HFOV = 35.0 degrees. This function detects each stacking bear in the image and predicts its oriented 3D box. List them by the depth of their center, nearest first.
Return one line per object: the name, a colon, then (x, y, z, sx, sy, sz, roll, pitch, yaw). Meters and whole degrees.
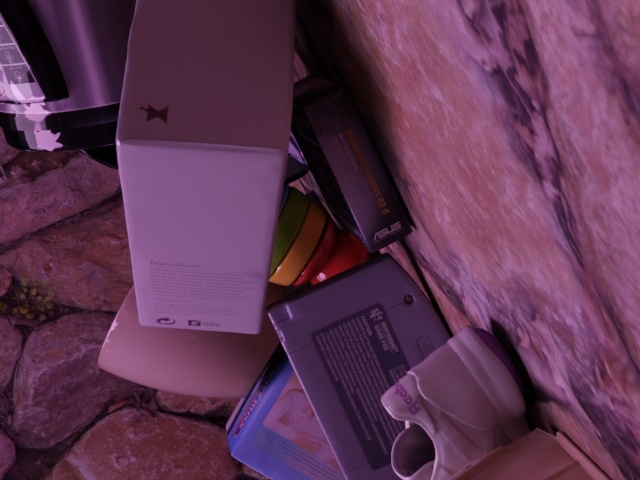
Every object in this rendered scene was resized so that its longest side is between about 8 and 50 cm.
stacking bear: (-0.043, -0.004, 1.562, 0.289, 0.164, 0.175, 28, -164, -9)

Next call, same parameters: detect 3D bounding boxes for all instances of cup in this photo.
cup: (-0.181, 0.132, 1.703, 0.237, 0.331, 0.331, 31, 175, 1)

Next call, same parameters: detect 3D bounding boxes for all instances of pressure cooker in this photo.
pressure cooker: (-0.322, -0.303, 1.495, 0.370, 0.375, 0.421, -91, -7, -67)

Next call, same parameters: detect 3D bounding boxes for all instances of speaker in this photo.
speaker: (-0.072, -0.158, 1.653, 0.136, 0.055, 0.055, 62, 176, 6)

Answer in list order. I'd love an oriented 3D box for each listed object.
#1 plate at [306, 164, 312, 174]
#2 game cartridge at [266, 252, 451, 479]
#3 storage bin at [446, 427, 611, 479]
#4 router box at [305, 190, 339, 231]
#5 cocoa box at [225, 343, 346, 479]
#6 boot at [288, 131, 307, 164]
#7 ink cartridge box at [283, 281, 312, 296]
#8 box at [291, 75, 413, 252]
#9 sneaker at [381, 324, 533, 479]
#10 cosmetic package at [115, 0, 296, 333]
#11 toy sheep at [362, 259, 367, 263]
plate: (-0.032, -0.175, 1.598, 0.188, 0.024, 0.188, 60, 175, 8)
game cartridge: (0.080, 0.175, 1.291, 0.062, 0.198, 0.297, -132, 18, -78)
storage bin: (0.242, 0.334, 0.883, 0.262, 0.123, 0.260, 63, 175, -18)
router box: (0.017, 0.005, 2.012, 0.179, 0.046, 0.133, 57, 172, 45)
cocoa box: (0.038, 0.339, 1.782, 0.347, 0.231, 0.228, 32, 179, -8)
boot: (-0.067, -0.142, 1.486, 0.069, 0.086, 0.190, 66, 172, -32)
ink cartridge box: (-0.016, 0.081, 1.836, 0.208, 0.153, 0.087, 22, 141, 57)
box: (0.022, -0.098, 1.207, 0.183, 0.056, 0.231, 65, 175, -15)
sneaker: (0.153, 0.222, 1.048, 0.305, 0.152, 0.114, 63, 174, -33)
cosmetic package: (-0.125, -0.083, 1.149, 0.453, 0.161, 0.230, 103, 170, -63)
toy sheep: (0.084, 0.084, 1.449, 0.132, 0.091, 0.091, -89, -24, -59)
